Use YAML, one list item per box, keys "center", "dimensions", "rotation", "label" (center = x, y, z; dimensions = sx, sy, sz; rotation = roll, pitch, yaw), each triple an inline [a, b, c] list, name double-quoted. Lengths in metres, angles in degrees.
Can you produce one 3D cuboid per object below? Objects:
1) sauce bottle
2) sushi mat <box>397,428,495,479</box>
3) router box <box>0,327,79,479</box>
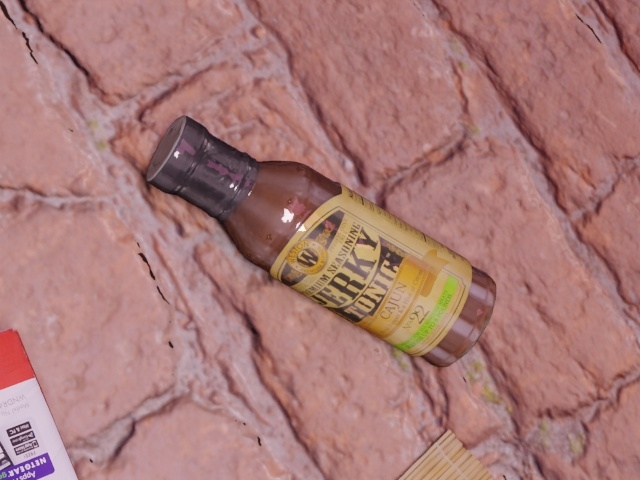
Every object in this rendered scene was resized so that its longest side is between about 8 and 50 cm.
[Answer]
- center: [0.000, 0.000, 1.385]
  dimensions: [0.344, 0.111, 0.111]
  rotation: [29, 58, -17]
  label: "sauce bottle"
- center: [0.071, 0.318, 1.351]
  dimensions: [0.316, 0.019, 0.151]
  rotation: [-38, 91, -37]
  label: "sushi mat"
- center: [-0.325, 0.259, 1.093]
  dimensions: [0.335, 0.082, 0.301]
  rotation: [-20, 82, -36]
  label: "router box"
